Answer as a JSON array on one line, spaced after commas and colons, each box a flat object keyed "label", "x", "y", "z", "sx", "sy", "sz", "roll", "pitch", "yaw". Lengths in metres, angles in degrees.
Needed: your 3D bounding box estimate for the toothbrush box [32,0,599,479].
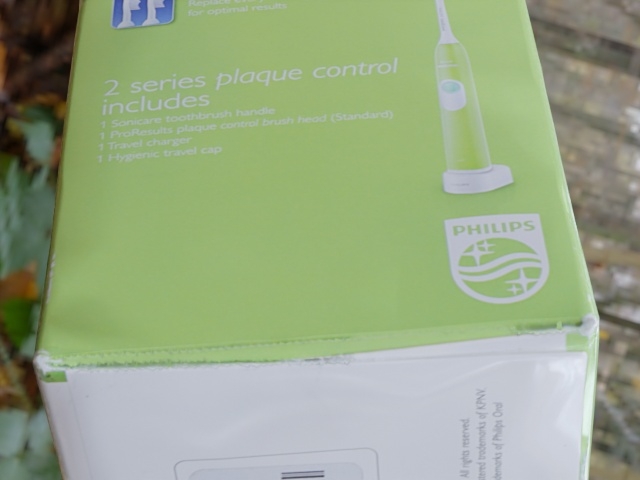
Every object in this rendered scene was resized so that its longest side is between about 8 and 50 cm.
[{"label": "toothbrush box", "x": 0.000, "y": 0.000, "z": 0.496, "sx": 0.283, "sy": 0.122, "sz": 0.206, "roll": -92, "pitch": 178, "yaw": -46}]
